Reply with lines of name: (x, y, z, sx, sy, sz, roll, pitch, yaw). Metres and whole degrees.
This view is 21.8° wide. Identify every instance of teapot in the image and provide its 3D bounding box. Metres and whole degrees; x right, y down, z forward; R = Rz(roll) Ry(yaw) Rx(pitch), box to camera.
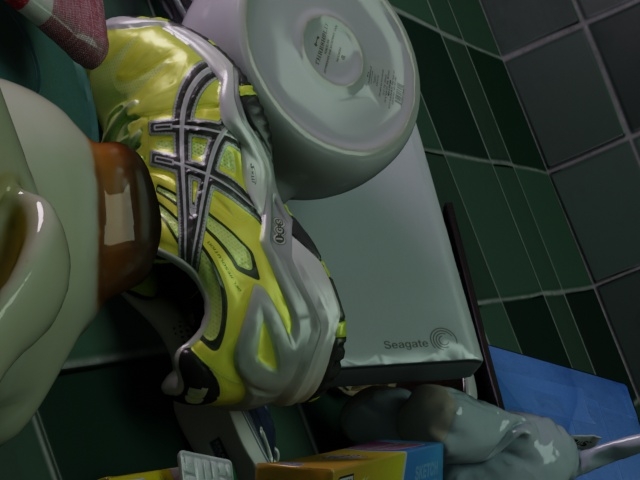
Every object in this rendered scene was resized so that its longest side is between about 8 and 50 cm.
teapot: (-0.044, -0.144, 1.552, 0.256, 0.187, 0.252, -26, 89, -43)

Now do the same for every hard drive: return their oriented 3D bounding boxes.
hard drive: (0.008, -0.025, 1.640, 0.233, 0.047, 0.353, -2, 61, -22)

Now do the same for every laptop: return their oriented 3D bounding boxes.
laptop: (0.312, 0.203, 2.083, 0.382, 0.236, 0.408, -100, 179, -48)

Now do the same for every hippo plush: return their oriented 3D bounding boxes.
hippo plush: (0.141, 0.285, 1.663, 0.294, 0.234, 0.237, 15, 76, -23)

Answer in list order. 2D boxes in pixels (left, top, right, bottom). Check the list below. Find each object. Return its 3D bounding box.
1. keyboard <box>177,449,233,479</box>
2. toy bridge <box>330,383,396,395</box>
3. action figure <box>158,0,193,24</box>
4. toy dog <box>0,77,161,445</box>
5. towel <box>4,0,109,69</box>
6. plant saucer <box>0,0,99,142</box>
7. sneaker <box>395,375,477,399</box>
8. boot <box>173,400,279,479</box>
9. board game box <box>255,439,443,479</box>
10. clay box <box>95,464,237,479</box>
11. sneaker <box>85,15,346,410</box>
keyboard: (-0.069, 0.277, 1.174, 0.072, 0.014, 0.256, 33, 46, -64)
toy bridge: (0.028, 0.127, 1.732, 0.188, 0.026, 0.063, 42, 65, -51)
action figure: (-0.139, -0.278, 1.688, 0.285, 0.099, 0.185, -19, 94, -68)
toy dog: (-0.251, -0.032, 0.798, 0.408, 0.284, 0.395, 53, 27, -61)
towel: (-0.290, -0.285, 1.233, 0.329, 0.037, 0.237, 36, 27, -39)
plant saucer: (-0.255, -0.141, 1.264, 0.317, 0.043, 0.317, 55, 21, -34)
sneaker: (0.144, 0.174, 1.919, 0.123, 0.106, 0.290, 50, 23, -37)
boot: (-0.054, 0.195, 1.383, 0.086, 0.069, 0.190, 3, 64, -64)
board game box: (0.029, 0.293, 1.370, 0.316, 0.064, 0.242, 7, 83, -71)
clay box: (-0.108, 0.231, 1.212, 0.222, 0.053, 0.127, 13, 59, -70)
sneaker: (-0.117, -0.035, 1.366, 0.147, 0.145, 0.385, -9, 57, -37)
